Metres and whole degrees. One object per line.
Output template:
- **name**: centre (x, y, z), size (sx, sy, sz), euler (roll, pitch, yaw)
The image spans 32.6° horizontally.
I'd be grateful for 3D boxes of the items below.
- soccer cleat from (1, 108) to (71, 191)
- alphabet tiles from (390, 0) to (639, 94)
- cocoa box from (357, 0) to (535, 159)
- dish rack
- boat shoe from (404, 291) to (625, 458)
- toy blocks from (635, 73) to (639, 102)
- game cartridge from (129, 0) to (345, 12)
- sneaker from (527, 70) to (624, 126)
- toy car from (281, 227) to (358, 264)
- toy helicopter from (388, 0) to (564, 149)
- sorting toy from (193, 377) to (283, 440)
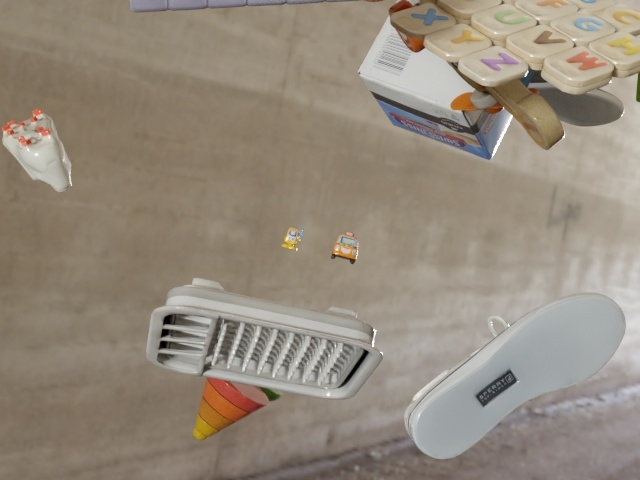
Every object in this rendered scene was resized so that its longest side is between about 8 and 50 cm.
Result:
- **soccer cleat**: centre (-0.349, -0.110, 1.353), size (0.068, 0.076, 0.196), euler (-27, 24, -12)
- **alphabet tiles**: centre (0.231, -0.252, 1.236), size (0.277, 0.021, 0.284), euler (-22, 46, -31)
- **cocoa box**: centre (0.272, -0.369, 2.031), size (0.231, 0.347, 0.228), euler (24, -9, 26)
- **dish rack**: centre (-0.086, 0.146, 1.628), size (0.332, 0.072, 0.285), euler (12, -26, -6)
- **boat shoe**: centre (0.283, 0.194, 1.660), size (0.136, 0.367, 0.156), euler (55, -4, -10)
- **toy blocks**: centre (0.626, -0.167, 1.341), size (0.260, 0.191, 0.381), euler (10, -7, -38)
- **game cartridge**: centre (-0.082, -0.388, 0.976), size (0.230, 0.355, 0.068), euler (-5, 17, -3)
- **sneaker**: centre (0.496, -0.322, 2.223), size (0.295, 0.147, 0.105), euler (14, -36, 38)
- **toy car**: centre (0.000, 0.000, 1.487), size (0.122, 0.041, 0.060), euler (14, -4, 18)
- **toy helicopter**: centre (0.260, -0.246, 1.681), size (0.355, 0.140, 0.235), euler (55, -3, 40)
- **sorting toy**: centre (-0.154, 0.283, 1.945), size (0.127, 0.126, 0.365), euler (38, 3, 6)
